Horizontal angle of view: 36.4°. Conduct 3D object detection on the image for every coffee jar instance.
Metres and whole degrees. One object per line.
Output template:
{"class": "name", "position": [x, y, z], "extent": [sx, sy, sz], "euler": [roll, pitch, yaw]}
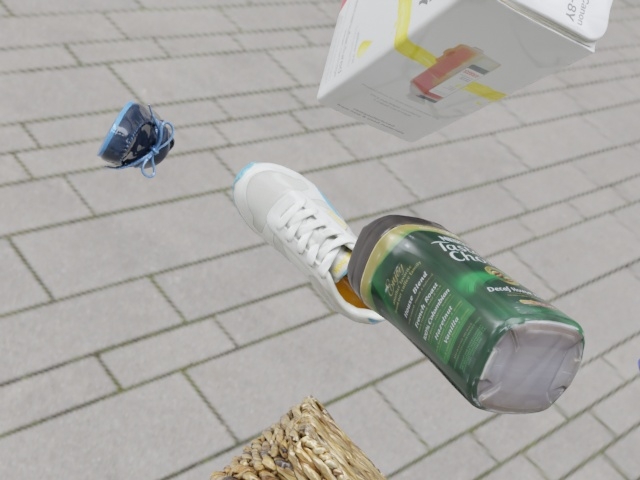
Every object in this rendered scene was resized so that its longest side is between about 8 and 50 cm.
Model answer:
{"class": "coffee jar", "position": [0.099, 0.048, 0.716], "extent": [0.096, 0.079, 0.184], "euler": [10, 19, -35]}

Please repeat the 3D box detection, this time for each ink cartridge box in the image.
{"class": "ink cartridge box", "position": [0.170, -0.311, 1.151], "extent": [0.160, 0.385, 0.279], "euler": [21, 72, -20]}

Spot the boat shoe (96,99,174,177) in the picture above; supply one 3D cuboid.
{"class": "boat shoe", "position": [-0.258, -0.156, 1.442], "extent": [0.089, 0.109, 0.258], "euler": [34, 16, -7]}

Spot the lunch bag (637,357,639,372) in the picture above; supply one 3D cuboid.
{"class": "lunch bag", "position": [0.408, 0.163, 0.773], "extent": [0.293, 0.138, 0.221], "euler": [-14, 59, -7]}

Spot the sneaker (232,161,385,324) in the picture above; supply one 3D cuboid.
{"class": "sneaker", "position": [0.000, 0.000, 1.062], "extent": [0.229, 0.087, 0.092], "euler": [44, -7, -14]}

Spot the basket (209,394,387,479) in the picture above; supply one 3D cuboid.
{"class": "basket", "position": [0.000, 0.365, 1.085], "extent": [0.299, 0.223, 0.213], "euler": [49, 3, -5]}
